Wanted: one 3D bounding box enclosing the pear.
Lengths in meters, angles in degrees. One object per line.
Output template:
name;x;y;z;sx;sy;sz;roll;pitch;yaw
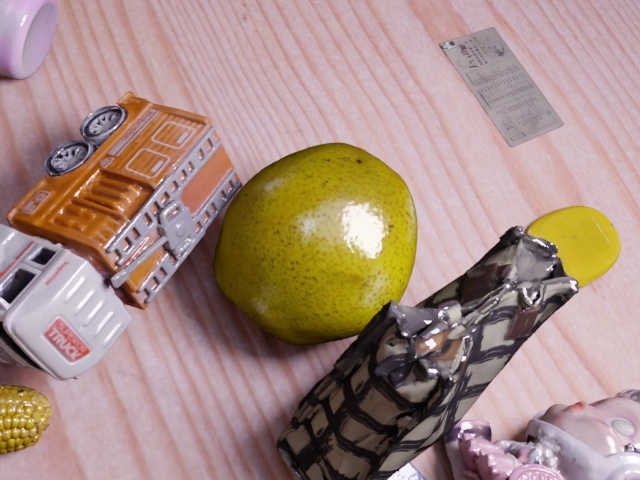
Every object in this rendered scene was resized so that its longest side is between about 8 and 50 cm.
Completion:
pear;0.000;0.000;0.989;0.294;0.294;0.294;7;64;-15

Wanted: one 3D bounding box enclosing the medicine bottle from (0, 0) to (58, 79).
medicine bottle;-0.545;-0.356;1.052;0.254;0.152;0.152;21;61;-8

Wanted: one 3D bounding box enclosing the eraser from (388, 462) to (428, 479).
eraser;0.066;0.315;0.996;0.225;0.036;0.082;45;62;6

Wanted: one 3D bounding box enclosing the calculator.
calculator;0.454;0.012;1.269;0.234;0.032;0.146;-23;74;-28

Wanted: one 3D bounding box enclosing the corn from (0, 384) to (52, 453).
corn;-0.477;0.219;0.833;0.293;0.106;0.106;-1;66;-23

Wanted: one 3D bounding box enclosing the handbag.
handbag;0.133;0.161;0.891;0.325;0.327;0.162;-27;69;-42

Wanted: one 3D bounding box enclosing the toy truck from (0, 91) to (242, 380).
toy truck;-0.281;-0.007;0.911;0.206;0.173;0.388;15;57;31

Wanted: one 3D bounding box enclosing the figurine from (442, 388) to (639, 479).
figurine;0.361;0.333;0.992;0.361;0.253;0.211;-8;112;-13

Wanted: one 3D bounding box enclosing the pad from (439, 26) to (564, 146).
pad;0.369;-0.318;1.413;0.159;0.009;0.265;-24;75;-27
